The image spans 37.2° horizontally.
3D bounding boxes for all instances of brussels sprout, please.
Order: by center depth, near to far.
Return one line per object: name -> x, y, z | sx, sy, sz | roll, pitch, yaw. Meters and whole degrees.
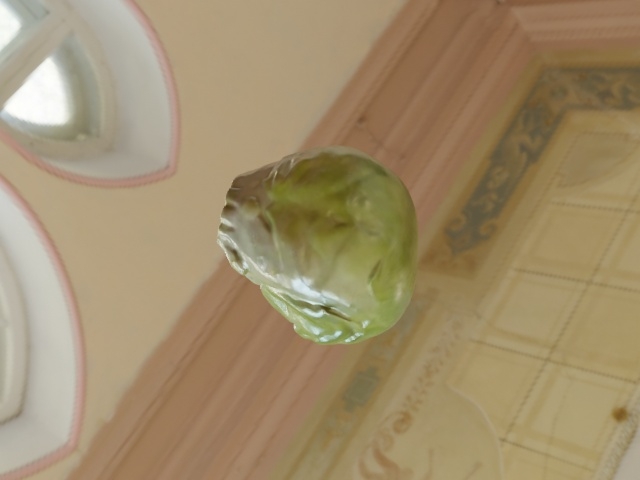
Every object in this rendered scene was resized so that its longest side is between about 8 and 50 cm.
brussels sprout -> 0.012, -0.006, 1.407 | 0.274, 0.316, 0.243 | -50, 179, -21
